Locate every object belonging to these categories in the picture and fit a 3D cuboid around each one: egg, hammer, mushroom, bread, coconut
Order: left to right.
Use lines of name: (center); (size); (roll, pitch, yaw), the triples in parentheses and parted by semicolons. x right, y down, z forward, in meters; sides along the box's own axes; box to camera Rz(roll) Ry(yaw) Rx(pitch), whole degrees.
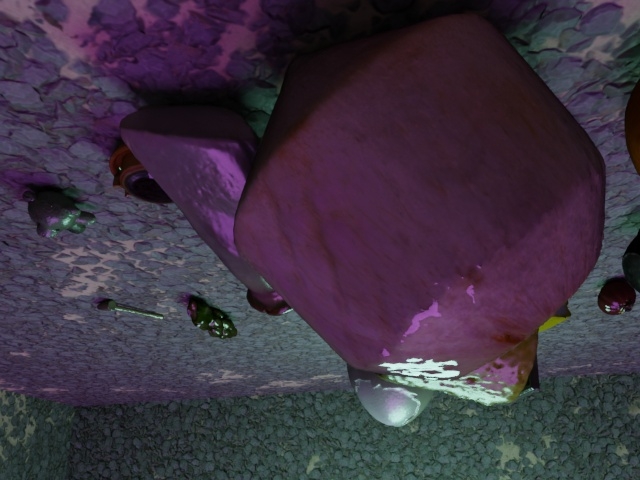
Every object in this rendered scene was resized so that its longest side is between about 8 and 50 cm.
hammer: (-0.528, 0.202, 1.487); (0.060, 0.028, 0.195); (-14, 155, 35)
mushroom: (-0.113, -0.041, 0.781); (0.154, 0.137, 0.407); (-24, 135, 4)
egg: (0.213, 0.372, 1.563); (0.278, 0.336, 0.278); (3, 159, 1)
coconut: (0.097, -0.061, 0.615); (0.415, 0.415, 0.344); (-3, 167, 1)
bread: (0.266, 0.166, 1.124); (0.307, 0.348, 0.348); (4, 155, 0)

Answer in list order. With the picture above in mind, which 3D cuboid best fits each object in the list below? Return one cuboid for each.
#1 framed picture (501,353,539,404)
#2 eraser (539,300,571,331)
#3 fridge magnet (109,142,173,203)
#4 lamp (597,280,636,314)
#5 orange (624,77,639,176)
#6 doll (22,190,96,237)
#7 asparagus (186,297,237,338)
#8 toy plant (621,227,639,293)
framed picture: (0.435, 0.193, 1.196); (0.020, 0.324, 0.240); (4, 154, 4)
eraser: (0.509, 0.149, 1.306); (0.069, 0.158, 0.226); (2, 155, -16)
fridge magnet: (-0.246, -0.102, 0.803); (0.143, 0.063, 0.143); (-1, 153, 0)
lamp: (0.798, 0.156, 1.426); (0.101, 0.090, 0.101); (-9, 122, -15)
orange: (0.500, -0.146, 0.589); (0.283, 0.226, 0.284); (-8, 155, -4)
doll: (-0.459, -0.034, 0.931); (0.115, 0.078, 0.150); (12, 165, -7)
asparagus: (-0.311, 0.234, 1.517); (0.080, 0.080, 0.287); (-10, 155, 17)
toy plant: (0.732, 0.011, 1.039); (0.235, 0.175, 0.218); (-31, 162, -4)
